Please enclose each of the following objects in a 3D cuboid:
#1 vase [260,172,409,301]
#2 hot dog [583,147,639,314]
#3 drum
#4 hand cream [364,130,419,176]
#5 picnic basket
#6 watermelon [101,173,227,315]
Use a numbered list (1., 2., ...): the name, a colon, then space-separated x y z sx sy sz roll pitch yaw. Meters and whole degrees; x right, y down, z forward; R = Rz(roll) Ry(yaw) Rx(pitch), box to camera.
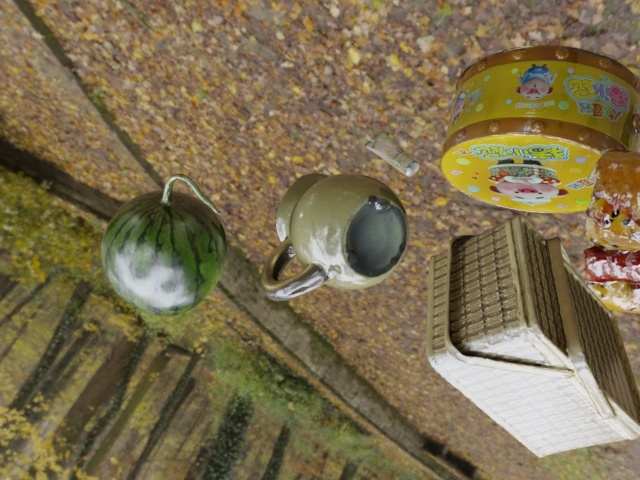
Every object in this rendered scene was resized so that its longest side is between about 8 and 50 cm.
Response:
1. vase: 0.000 0.000 1.137 0.240 0.329 0.302 53 162 -29
2. hot dog: 0.642 0.028 0.894 0.366 0.196 0.367 13 141 38
3. drum: 0.498 -0.234 1.219 0.432 0.214 0.431 15 167 4
4. hand cream: 0.169 -0.200 1.222 0.143 0.061 0.039 45 173 30
5. picnic basket: 0.311 0.138 0.771 0.175 0.227 0.313 -31 119 35
6. watermelon: -0.174 -0.002 0.611 0.141 0.141 0.187 25 124 15
